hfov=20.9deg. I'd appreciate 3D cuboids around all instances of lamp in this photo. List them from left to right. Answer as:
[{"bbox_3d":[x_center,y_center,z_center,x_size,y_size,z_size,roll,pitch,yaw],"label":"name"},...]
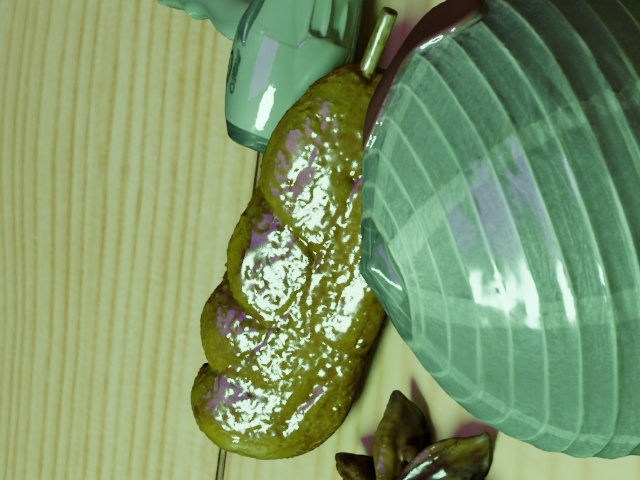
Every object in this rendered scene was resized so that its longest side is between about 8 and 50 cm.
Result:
[{"bbox_3d":[0.129,-0.015,0.919,0.233,0.233,0.265,8,114,51],"label":"lamp"}]

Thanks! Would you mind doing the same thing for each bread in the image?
[{"bbox_3d":[0.000,0.000,1.195,0.124,0.084,0.344,20,111,3],"label":"bread"}]

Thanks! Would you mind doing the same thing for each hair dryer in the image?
[{"bbox_3d":[-0.031,-0.212,1.263,0.229,0.092,0.267,-58,38,23],"label":"hair dryer"}]

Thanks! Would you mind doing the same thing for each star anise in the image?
[{"bbox_3d":[0.057,0.180,1.148,0.168,0.057,0.168,2,92,51],"label":"star anise"}]
